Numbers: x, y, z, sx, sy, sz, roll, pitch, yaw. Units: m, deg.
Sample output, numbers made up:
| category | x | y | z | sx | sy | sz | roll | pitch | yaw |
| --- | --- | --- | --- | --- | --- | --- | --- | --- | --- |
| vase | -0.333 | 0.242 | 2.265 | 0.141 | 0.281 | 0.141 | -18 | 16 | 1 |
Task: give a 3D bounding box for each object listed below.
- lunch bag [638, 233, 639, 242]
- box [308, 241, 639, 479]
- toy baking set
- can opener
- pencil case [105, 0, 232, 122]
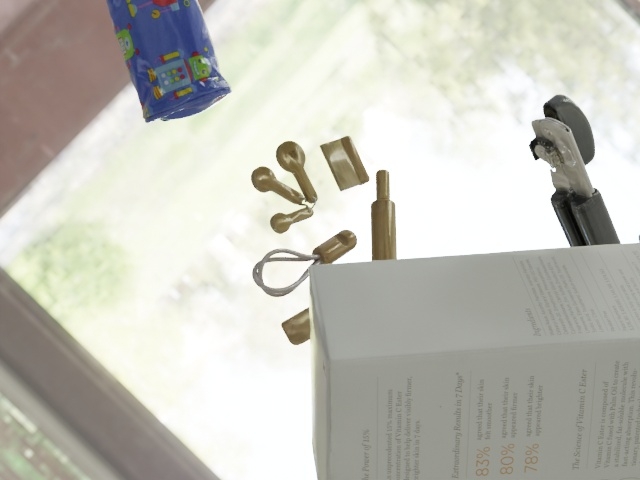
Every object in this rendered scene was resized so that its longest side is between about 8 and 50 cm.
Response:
| category | x | y | z | sx | sy | sz | roll | pitch | yaw |
| --- | --- | --- | --- | --- | --- | --- | --- | --- | --- |
| lunch bag | 0.497 | 0.022 | 2.237 | 0.053 | 0.071 | 0.083 | -39 | 148 | -3 |
| box | 0.168 | 0.141 | 1.422 | 0.168 | 0.345 | 0.215 | -102 | -170 | -60 |
| toy baking set | 0.006 | 0.000 | 1.742 | 0.197 | 0.256 | 0.030 | 7 | 159 | -32 |
| can opener | 0.346 | -0.053 | 2.012 | 0.093 | 0.280 | 0.074 | -36 | -151 | -22 |
| pencil case | -0.221 | -0.301 | 2.007 | 0.119 | 0.306 | 0.133 | -20 | 179 | -32 |
